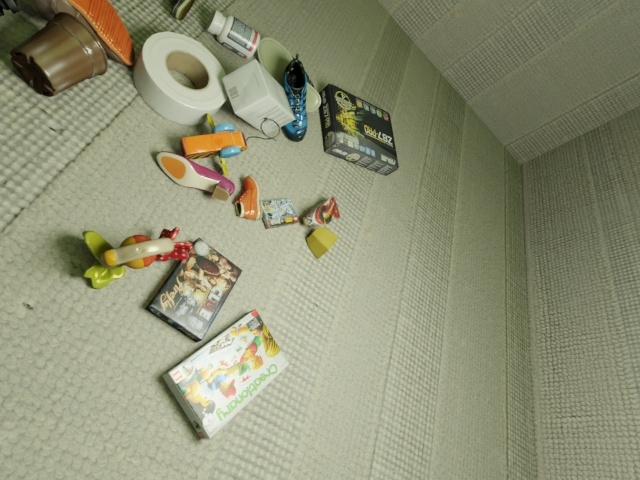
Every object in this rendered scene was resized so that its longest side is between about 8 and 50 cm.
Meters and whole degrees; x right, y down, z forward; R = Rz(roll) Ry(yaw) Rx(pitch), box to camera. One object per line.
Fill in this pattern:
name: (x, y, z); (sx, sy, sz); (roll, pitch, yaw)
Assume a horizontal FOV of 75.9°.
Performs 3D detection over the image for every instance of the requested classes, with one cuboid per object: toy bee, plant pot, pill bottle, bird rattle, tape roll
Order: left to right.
plant pot: (-0.677, -0.468, 1.058); (0.167, 0.167, 0.165); (44, 54, -17)
bird rattle: (-0.433, 0.036, 0.992); (0.253, 0.207, 0.143); (-6, 90, -28)
tape roll: (-0.444, -0.521, 1.326); (0.286, 0.100, 0.286); (19, 58, -33)
toy bee: (-0.300, -0.301, 1.333); (0.298, 0.162, 0.195); (6, 85, -19)
pill bottle: (-0.330, -0.780, 1.549); (0.180, 0.108, 0.108); (21, 57, -34)
plant pot: (0.000, 0.000, 1.480); (0.083, 0.081, 0.081); (44, 46, -4)

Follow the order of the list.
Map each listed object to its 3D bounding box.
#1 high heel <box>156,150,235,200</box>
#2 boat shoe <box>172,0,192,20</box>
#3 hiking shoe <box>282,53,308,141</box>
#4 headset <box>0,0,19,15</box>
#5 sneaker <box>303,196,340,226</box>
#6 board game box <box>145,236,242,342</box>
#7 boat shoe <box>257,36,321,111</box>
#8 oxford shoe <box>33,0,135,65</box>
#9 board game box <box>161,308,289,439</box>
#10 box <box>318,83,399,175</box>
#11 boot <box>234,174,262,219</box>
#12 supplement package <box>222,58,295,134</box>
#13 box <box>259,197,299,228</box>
high heel: (-0.377, -0.209, 1.267); (0.244, 0.082, 0.117); (25, 21, -14)
boat shoe: (-0.496, -0.866, 1.471); (0.073, 0.080, 0.224); (28, 48, -22)
hiking shoe: (-0.105, -0.533, 1.563); (0.113, 0.132, 0.304); (-4, 92, -5)
headset: (-0.828, -0.577, 0.925); (0.394, 0.243, 0.185); (-101, 169, -57)
sneaker: (0.005, -0.106, 1.531); (0.225, 0.092, 0.088); (-30, 104, -63)
board game box: (-0.339, 0.132, 1.136); (0.165, 0.042, 0.243); (41, 48, -20)
boat shoe: (-0.122, -0.675, 1.685); (0.340, 0.127, 0.113); (43, 16, -9)
oxford shoe: (-0.674, -0.630, 1.135); (0.364, 0.132, 0.130); (50, 31, -52)
board game box: (-0.242, 0.347, 1.108); (0.305, 0.053, 0.193); (-34, 94, -45)
box: (0.177, -0.495, 1.868); (0.394, 0.097, 0.319); (12, 65, -38)
boot: (-0.244, -0.145, 1.350); (0.084, 0.059, 0.158); (1, 70, -36)
supplement package: (-0.206, -0.486, 1.425); (0.139, 0.133, 0.244); (69, 15, 9)
box: (-0.147, -0.095, 1.430); (0.137, 0.027, 0.094); (-12, 77, -44)
